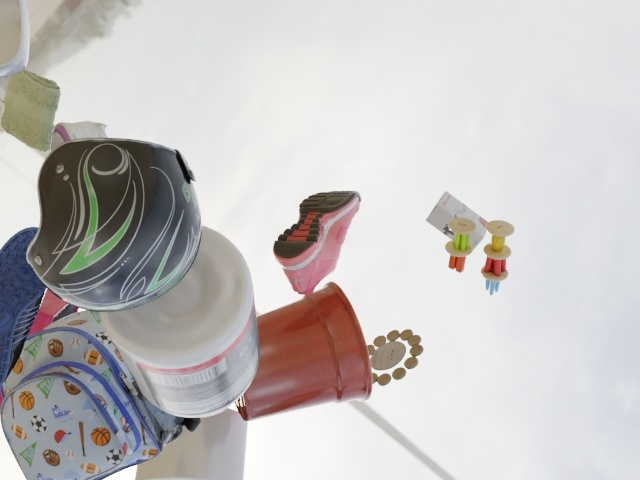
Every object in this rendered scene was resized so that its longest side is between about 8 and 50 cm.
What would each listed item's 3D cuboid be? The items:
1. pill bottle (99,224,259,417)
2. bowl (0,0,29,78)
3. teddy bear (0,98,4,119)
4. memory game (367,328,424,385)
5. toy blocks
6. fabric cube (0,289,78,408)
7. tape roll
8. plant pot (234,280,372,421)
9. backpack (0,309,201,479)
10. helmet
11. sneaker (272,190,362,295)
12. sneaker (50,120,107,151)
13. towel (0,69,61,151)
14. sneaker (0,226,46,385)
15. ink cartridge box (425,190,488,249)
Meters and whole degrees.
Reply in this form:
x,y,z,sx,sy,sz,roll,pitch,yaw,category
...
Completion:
x,y,z,sx,sy,sz,roll,pitch,yaw,category
-0.168,0.124,1.008,0.176,0.176,0.318,-60,169,-25,pill bottle
-0.464,-0.275,1.083,0.142,0.053,0.142,-12,-112,7,bowl
-0.746,-0.207,1.605,0.113,0.245,0.338,6,-143,16,teddy bear
0.168,0.286,1.919,0.186,0.012,0.186,-24,-150,14,memory game
0.294,0.035,1.472,0.123,0.148,0.054,4,-147,6,toy blocks
-0.719,0.216,1.763,0.254,0.258,0.259,-104,-148,-79,fabric cube
-0.290,0.483,1.772,0.246,0.246,0.169,-27,-131,40,tape roll
-0.065,0.252,1.680,0.265,0.273,0.272,-15,-163,-16,plant pot
-0.381,0.252,1.246,0.276,0.263,0.213,-26,179,14,backpack
-0.205,-0.009,0.789,0.169,0.169,0.162,-15,-109,52,helmet
-0.001,0.000,1.670,0.115,0.136,0.314,3,-147,29,sneaker
-0.455,-0.113,1.661,0.114,0.305,0.152,-14,-175,40,sneaker
-0.435,-0.197,1.167,0.148,0.027,0.110,28,-71,40,towel
-0.424,0.091,1.059,0.232,0.081,0.090,-69,-162,-7,sneaker
0.363,-0.050,2.069,0.063,0.150,0.109,-56,175,31,ink cartridge box
